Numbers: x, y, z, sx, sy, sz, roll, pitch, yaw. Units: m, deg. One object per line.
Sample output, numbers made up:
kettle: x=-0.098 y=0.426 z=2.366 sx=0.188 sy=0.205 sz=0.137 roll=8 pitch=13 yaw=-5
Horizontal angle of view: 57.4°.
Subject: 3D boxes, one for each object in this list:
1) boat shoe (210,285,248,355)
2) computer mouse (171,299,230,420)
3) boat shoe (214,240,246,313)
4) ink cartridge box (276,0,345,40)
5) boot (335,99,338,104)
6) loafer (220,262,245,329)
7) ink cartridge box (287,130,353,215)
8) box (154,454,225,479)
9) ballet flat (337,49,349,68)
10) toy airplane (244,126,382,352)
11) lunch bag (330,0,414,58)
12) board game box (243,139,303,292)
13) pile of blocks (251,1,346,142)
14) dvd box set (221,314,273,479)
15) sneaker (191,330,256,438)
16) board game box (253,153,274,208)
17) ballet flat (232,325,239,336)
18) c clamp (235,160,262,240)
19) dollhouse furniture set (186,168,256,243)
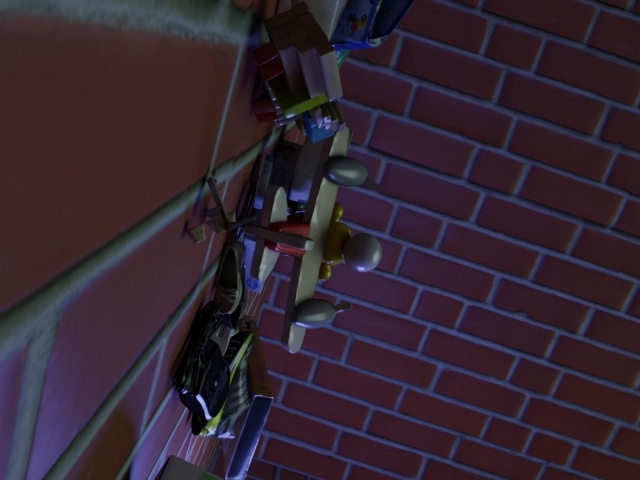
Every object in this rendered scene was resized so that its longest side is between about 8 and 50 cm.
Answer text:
boat shoe: x=-0.216 y=0.182 z=1.337 sx=0.063 sy=0.066 sz=0.184 roll=-167 pitch=-87 yaw=-75
computer mouse: x=-0.235 y=0.253 z=1.138 sx=0.272 sy=0.072 sz=0.189 roll=90 pitch=16 yaw=-50
boat shoe: x=-0.182 y=0.077 z=1.158 sx=0.048 sy=0.056 sz=0.153 roll=-50 pitch=157 yaw=-74
ink cartridge box: x=0.007 y=-0.429 z=0.923 sx=0.159 sy=0.092 sz=0.218 roll=109 pitch=1 yaw=-46
boot: x=-0.025 y=-0.360 z=1.544 sx=0.115 sy=0.112 sz=0.305 roll=-45 pitch=-176 yaw=21
loafer: x=-0.181 y=0.114 z=1.239 sx=0.062 sy=0.061 sz=0.170 roll=-24 pitch=140 yaw=-45
ink cartridge box: x=-0.013 y=-0.148 z=1.562 sx=0.273 sy=0.114 sz=0.198 roll=107 pitch=0 yaw=-51
box: x=-0.263 y=0.510 z=0.885 sx=0.231 sy=0.126 sz=0.262 roll=-57 pitch=-172 yaw=27
ballet flat: x=0.033 y=-0.523 z=1.311 sx=0.123 sy=0.123 sz=0.349 roll=143 pitch=-33 yaw=-88
toy airplane: x=0.000 y=0.000 z=1.271 sx=0.386 sy=0.272 sz=0.385 roll=95 pitch=12 yaw=-48
lunch bag: x=0.081 y=-0.476 z=1.109 sx=0.221 sy=0.138 sz=0.293 roll=26 pitch=-89 yaw=47
board game box: x=-0.136 y=-0.059 z=1.612 sx=0.318 sy=0.065 sz=0.319 roll=108 pitch=-1 yaw=-61
pile of blocks: x=-0.044 y=-0.210 z=0.901 sx=0.362 sy=0.112 sz=0.149 roll=97 pitch=-31 yaw=-83
dvd box set: x=-0.244 y=0.466 z=1.798 sx=0.420 sy=0.062 sz=0.308 roll=-120 pitch=-134 yaw=-63
sneaker: x=-0.239 y=0.388 z=1.570 sx=0.111 sy=0.121 sz=0.300 roll=-1 pitch=-119 yaw=51
board game box: x=-0.119 y=-0.121 z=1.219 sx=0.090 sy=0.020 sz=0.090 roll=126 pitch=-22 yaw=-73
ballet flat: x=-0.269 y=0.291 z=1.715 sx=0.041 sy=0.041 sz=0.115 roll=115 pitch=-7 yaw=-82
c clamp: x=-0.151 y=-0.078 z=1.192 sx=0.137 sy=0.022 sz=0.161 roll=175 pitch=-68 yaw=-84
dollhouse furniture set: x=-0.159 y=-0.047 z=0.799 sx=0.114 sy=0.090 sz=0.081 roll=-6 pitch=-73 yaw=65
